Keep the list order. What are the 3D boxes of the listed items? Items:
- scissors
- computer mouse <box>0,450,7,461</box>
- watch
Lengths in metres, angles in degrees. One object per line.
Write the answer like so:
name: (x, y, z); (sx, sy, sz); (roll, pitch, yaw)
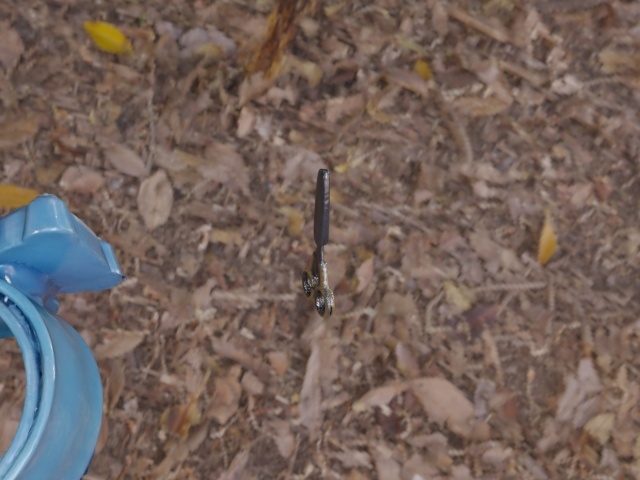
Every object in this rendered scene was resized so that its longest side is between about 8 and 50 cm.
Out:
scissors: (0.000, 0.000, 1.410); (0.017, 0.220, 0.088); (-12, 36, -20)
computer mouse: (-0.346, 0.281, 0.993); (0.296, 0.121, 0.184); (17, 70, -35)
watch: (-0.221, 0.086, 0.657); (0.210, 0.211, 0.193); (1, 68, -23)
